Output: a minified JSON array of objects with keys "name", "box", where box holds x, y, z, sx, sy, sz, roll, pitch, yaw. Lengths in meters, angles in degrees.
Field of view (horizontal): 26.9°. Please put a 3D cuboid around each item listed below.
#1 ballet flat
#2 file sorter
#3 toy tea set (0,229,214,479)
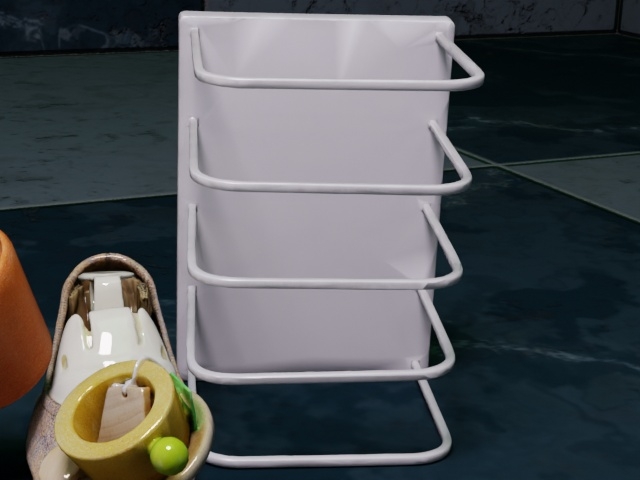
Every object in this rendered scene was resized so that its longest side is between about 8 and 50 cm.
[{"name":"ballet flat","box":[-0.143,0.084,0.894,0.108,0.106,0.316,-1,17,-13]},{"name":"file sorter","box":[0.000,0.000,0.911,0.193,0.277,0.173,0,21,-7]},{"name":"toy tea set","box":[-0.183,0.094,0.713,0.336,0.124,0.200,19,55,40]}]
